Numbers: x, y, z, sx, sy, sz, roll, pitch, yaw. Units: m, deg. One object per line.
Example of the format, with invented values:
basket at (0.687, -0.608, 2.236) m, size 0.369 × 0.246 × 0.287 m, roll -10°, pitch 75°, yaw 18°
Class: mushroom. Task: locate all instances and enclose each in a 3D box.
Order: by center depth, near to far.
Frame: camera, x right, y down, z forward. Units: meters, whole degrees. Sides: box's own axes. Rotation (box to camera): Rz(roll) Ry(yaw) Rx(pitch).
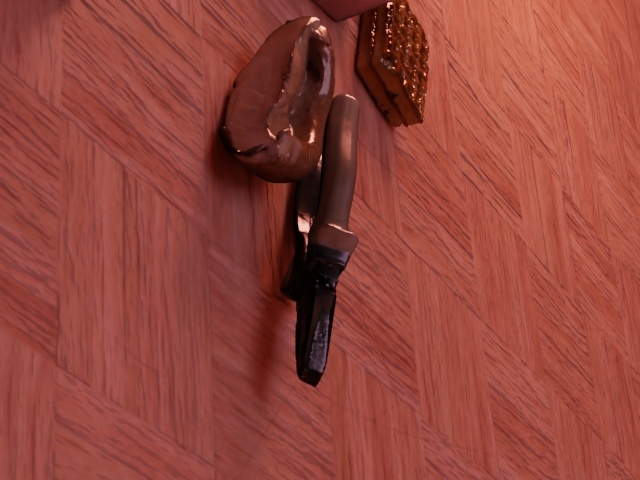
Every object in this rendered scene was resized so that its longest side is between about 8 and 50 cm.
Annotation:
mushroom at (-0.033, -0.108, 1.495) m, size 0.094 × 0.072 × 0.209 m, roll 54°, pitch 31°, yaw -33°

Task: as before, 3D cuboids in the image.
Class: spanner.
spanner at (0.000, 0.000, 1.473) m, size 0.040 × 0.095 × 0.324 m, roll 19°, pitch 40°, yaw -13°

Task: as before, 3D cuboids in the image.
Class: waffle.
waffle at (0.080, -0.201, 1.871) m, size 0.102 × 0.042 × 0.148 m, roll 56°, pitch 26°, yaw -37°

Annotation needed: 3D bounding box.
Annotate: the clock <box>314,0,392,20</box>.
clock at (0.015, -0.330, 1.788) m, size 0.197 × 0.068 × 0.197 m, roll 49°, pitch 31°, yaw -43°
